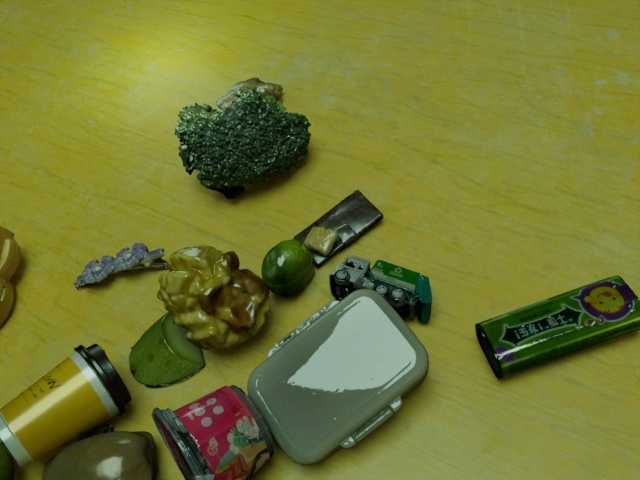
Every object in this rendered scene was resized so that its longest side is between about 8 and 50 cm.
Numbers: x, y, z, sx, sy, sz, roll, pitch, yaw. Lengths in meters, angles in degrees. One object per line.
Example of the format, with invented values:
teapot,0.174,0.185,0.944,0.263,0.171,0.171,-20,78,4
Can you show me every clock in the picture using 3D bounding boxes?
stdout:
clock,-0.985,0.120,1.712,0.244,0.200,0.317,-9,63,9

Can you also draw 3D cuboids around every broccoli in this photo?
broccoli,-0.233,-0.289,1.777,0.317,0.277,0.338,11,48,42

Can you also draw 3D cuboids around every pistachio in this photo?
pistachio,-0.483,0.513,1.341,0.260,0.163,0.213,-15,21,5

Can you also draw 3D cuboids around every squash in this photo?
squash,-0.402,0.265,1.536,0.184,0.085,0.192,-25,53,-6

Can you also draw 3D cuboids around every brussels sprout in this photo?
brussels sprout,-0.086,0.066,1.571,0.117,0.155,0.155,5,57,17

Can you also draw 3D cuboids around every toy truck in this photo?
toy truck,0.151,0.122,1.501,0.253,0.114,0.124,20,49,24

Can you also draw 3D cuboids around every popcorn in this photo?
popcorn,-0.278,0.128,1.504,0.332,0.265,0.225,24,68,46

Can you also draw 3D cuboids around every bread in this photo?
bread,0.000,0.000,1.617,0.083,0.035,0.070,15,68,29

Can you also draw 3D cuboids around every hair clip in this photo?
hair clip,-0.558,0.072,1.716,0.292,0.084,0.106,-16,36,7

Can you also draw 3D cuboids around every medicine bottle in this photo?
medicine bottle,0.038,0.297,1.360,0.375,0.123,0.282,-37,66,-3

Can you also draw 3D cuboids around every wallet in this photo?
wallet,0.047,-0.033,1.666,0.230,0.042,0.124,-36,59,-10

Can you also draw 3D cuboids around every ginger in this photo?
ginger,-0.236,-0.476,2.015,0.213,0.074,0.137,-33,65,-6

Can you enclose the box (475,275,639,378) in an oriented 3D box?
box,0.528,0.194,1.376,0.345,0.097,0.134,-19,46,-1

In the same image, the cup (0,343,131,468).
cup,-0.586,0.376,1.408,0.280,0.196,0.196,-35,55,-29

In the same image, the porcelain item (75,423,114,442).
porcelain item,-0.565,0.462,1.475,0.136,0.021,0.075,10,59,19

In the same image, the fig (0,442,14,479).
fig,-0.823,0.534,1.308,0.258,0.326,0.258,-1,88,13

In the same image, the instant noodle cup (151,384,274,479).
instant noodle cup,-0.214,0.423,1.306,0.181,0.258,0.302,-28,53,-24
